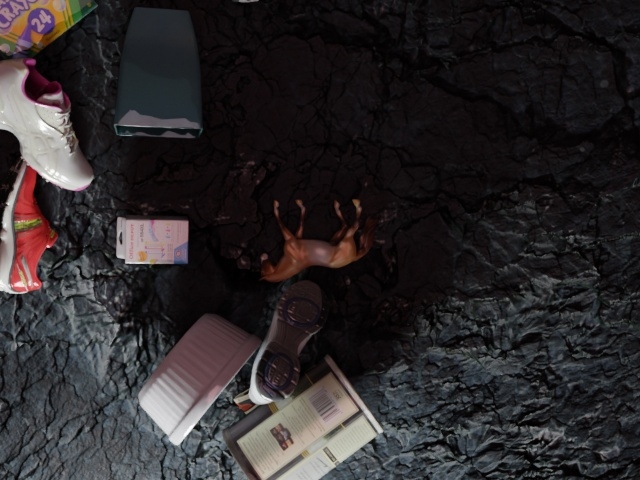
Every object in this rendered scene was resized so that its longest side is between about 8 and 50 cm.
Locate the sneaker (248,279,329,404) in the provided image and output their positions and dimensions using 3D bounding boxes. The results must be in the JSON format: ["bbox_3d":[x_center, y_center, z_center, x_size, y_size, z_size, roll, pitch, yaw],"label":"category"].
[{"bbox_3d":[-0.080,0.208,1.925,0.111,0.129,0.297,34,56,-9],"label":"sneaker"}]

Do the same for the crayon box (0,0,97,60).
[{"bbox_3d":[-0.599,-0.506,1.731,0.203,0.083,0.323,-39,110,-1],"label":"crayon box"}]

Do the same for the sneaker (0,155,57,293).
[{"bbox_3d":[-0.583,-0.032,1.857,0.118,0.107,0.278,5,100,-29],"label":"sneaker"}]

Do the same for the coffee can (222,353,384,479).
[{"bbox_3d":[-0.035,0.397,1.937,0.275,0.201,0.201,-36,101,-5],"label":"coffee can"}]

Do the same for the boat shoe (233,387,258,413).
[{"bbox_3d":[-0.122,0.314,1.992,0.137,0.049,0.043,-39,99,1],"label":"boat shoe"}]

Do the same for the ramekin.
[{"bbox_3d":[-0.248,0.265,1.861,0.127,0.273,0.273,39,89,1],"label":"ramekin"}]

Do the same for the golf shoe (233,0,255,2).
[{"bbox_3d":[-0.145,-0.577,1.875,0.094,0.077,0.198,8,100,-25],"label":"golf shoe"}]

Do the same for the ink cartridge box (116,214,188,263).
[{"bbox_3d":[-0.342,-0.002,1.892,0.143,0.090,0.092,0,97,-11],"label":"ink cartridge box"}]

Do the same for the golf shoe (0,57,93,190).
[{"bbox_3d":[-0.520,-0.218,1.775,0.140,0.115,0.306,-23,129,20],"label":"golf shoe"}]

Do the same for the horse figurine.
[{"bbox_3d":[0.000,0.000,1.967,0.264,0.066,0.174,-1,91,-8],"label":"horse figurine"}]

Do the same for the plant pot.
[{"bbox_3d":[-0.315,-0.327,1.825,0.166,0.166,0.234,1,90,-10],"label":"plant pot"}]
